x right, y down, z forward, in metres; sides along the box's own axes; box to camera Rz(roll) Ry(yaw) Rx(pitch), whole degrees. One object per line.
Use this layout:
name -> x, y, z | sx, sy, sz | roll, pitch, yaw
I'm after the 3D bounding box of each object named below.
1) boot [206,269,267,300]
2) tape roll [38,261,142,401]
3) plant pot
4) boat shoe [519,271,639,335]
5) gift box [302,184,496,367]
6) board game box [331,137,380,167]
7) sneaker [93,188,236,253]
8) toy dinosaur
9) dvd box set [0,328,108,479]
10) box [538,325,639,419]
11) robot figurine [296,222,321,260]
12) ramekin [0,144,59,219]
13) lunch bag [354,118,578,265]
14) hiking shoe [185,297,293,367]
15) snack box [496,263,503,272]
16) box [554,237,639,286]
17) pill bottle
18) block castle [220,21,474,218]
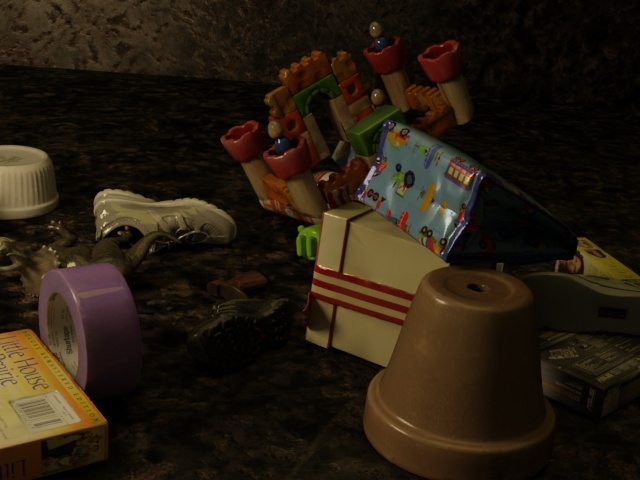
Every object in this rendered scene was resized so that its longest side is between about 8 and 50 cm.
boot -> -0.126, 0.084, 1.770 | 0.106, 0.037, 0.114 | 24, 23, 37
tape roll -> -0.320, 0.127, 1.381 | 0.080, 0.189, 0.189 | -9, 25, -34
plant pot -> 0.196, 0.165, 1.347 | 0.263, 0.229, 0.263 | 4, 21, -2
boat shoe -> 0.437, 0.101, 1.635 | 0.258, 0.095, 0.084 | 14, 15, -4
gift box -> 0.114, 0.052, 1.597 | 0.258, 0.255, 0.276 | 18, 18, 28
board game box -> 0.207, -0.120, 2.172 | 0.302, 0.086, 0.308 | 21, 14, -21
sneaker -> -0.305, -0.015, 1.952 | 0.281, 0.105, 0.115 | 6, 54, -8
toy dinosaur -> -0.403, 0.041, 1.749 | 0.313, 0.121, 0.160 | 5, 32, -14
dvd box set -> -0.517, 0.228, 1.246 | 0.420, 0.062, 0.307 | -9, 25, -33
box -> 0.422, 0.190, 1.578 | 0.231, 0.056, 0.183 | -14, 27, -43
robot figurine -> 0.000, 0.000, 1.975 | 0.101, 0.067, 0.115 | 5, 16, 38
ramekin -> -0.656, -0.127, 2.104 | 0.207, 0.109, 0.207 | 4, 21, -2
lunch bag -> 0.240, -0.058, 1.498 | 0.293, 0.138, 0.221 | 10, 20, -40
hiking shoe -> -0.144, 0.142, 1.567 | 0.114, 0.086, 0.227 | 3, 10, 36
snack box -> 0.321, 0.062, 1.949 | 0.064, 0.022, 0.178 | 10, 21, 10
box -> 0.522, 0.072, 1.883 | 0.058, 0.087, 0.232 | 1, 19, -17
pill bottle -> -0.018, -0.098, 2.159 | 0.216, 0.121, 0.121 | 18, 24, 30
block castle -> 0.049, -0.256, 1.995 | 0.453, 0.213, 0.303 | -34, 26, -16
